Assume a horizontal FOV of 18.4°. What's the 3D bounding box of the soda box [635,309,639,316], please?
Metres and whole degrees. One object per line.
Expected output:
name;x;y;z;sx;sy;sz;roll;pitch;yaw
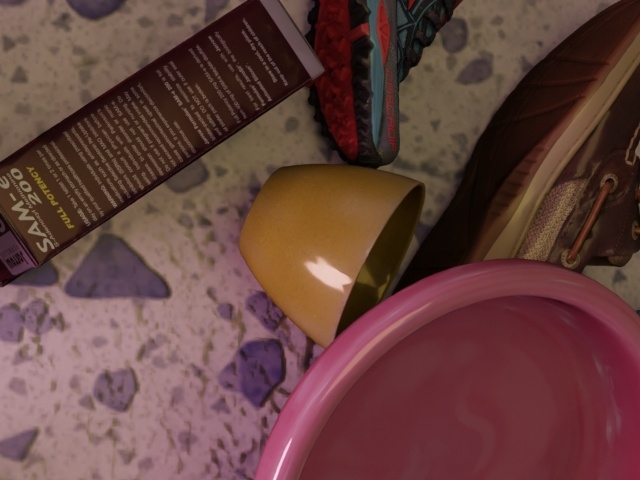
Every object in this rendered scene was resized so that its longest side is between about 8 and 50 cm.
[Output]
soda box;0.281;0.152;1.432;0.067;0.071;0.210;-10;68;4

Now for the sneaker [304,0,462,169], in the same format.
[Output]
sneaker;0.062;-0.178;1.421;0.125;0.104;0.261;5;81;-21

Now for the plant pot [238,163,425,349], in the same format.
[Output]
plant pot;0.000;0.000;1.370;0.095;0.134;0.134;26;73;12

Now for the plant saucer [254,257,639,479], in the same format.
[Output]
plant saucer;0.088;0.162;1.336;0.332;0.084;0.332;-11;114;-27

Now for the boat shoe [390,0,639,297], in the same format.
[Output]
boat shoe;0.175;-0.021;1.438;0.123;0.123;0.342;37;75;-20

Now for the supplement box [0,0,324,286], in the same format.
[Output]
supplement box;-0.126;-0.068;1.322;0.239;0.130;0.073;-37;96;-22
